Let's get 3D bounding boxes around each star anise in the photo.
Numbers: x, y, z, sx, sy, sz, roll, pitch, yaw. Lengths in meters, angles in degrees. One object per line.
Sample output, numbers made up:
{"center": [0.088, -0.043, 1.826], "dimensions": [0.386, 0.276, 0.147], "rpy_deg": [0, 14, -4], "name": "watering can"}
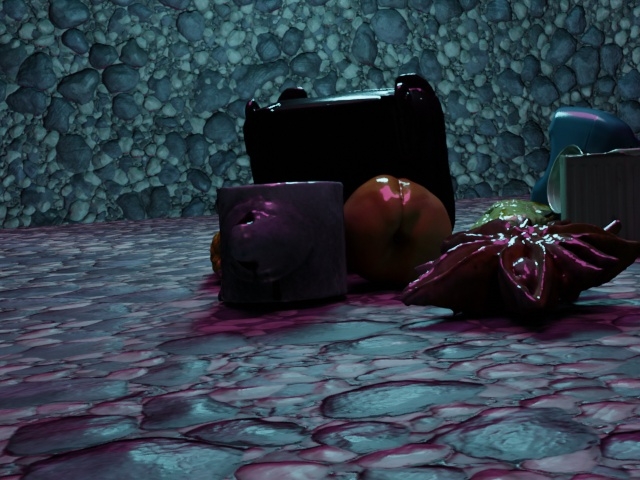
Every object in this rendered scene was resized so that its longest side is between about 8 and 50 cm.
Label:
{"center": [0.268, 0.034, 1.180], "dimensions": [0.292, 0.109, 0.349], "rpy_deg": [6, 18, 16], "name": "star anise"}

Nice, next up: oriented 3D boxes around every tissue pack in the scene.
{"center": [0.648, -0.176, 2.267], "dimensions": [0.206, 0.287, 0.198], "rpy_deg": [18, 13, 24], "name": "tissue pack"}

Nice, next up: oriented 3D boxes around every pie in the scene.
{"center": [0.420, -0.039, 1.965], "dimensions": [0.201, 0.090, 0.248], "rpy_deg": [2, 10, 20], "name": "pie"}

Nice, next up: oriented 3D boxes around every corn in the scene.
{"center": [-0.151, 0.014, 1.690], "dimensions": [0.102, 0.102, 0.313], "rpy_deg": [-4, 5, -5], "name": "corn"}

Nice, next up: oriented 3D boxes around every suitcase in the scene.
{"center": [0.054, -0.111, 1.660], "dimensions": [0.345, 0.339, 0.188], "rpy_deg": [-2, 13, 24], "name": "suitcase"}

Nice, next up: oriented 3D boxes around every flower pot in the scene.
{"center": [0.558, -0.075, 1.732], "dimensions": [0.239, 0.189, 0.209], "rpy_deg": [-7, 6, -21], "name": "flower pot"}

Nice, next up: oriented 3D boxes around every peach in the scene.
{"center": [0.111, -0.013, 1.443], "dimensions": [0.184, 0.184, 0.184], "rpy_deg": [-3, 5, 0], "name": "peach"}

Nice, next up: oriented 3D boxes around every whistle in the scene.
{"center": [-0.073, 0.002, 1.425], "dimensions": [0.188, 0.168, 0.405], "rpy_deg": [-3, 1, -12], "name": "whistle"}

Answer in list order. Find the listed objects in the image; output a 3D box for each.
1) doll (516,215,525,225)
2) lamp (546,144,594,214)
{"center": [0.357, -0.001, 1.615], "dimensions": [0.073, 0.084, 0.127], "rpy_deg": [-5, -2, -13], "name": "doll"}
{"center": [0.604, -0.098, 1.928], "dimensions": [0.227, 0.172, 0.147], "rpy_deg": [11, 15, -14], "name": "lamp"}
